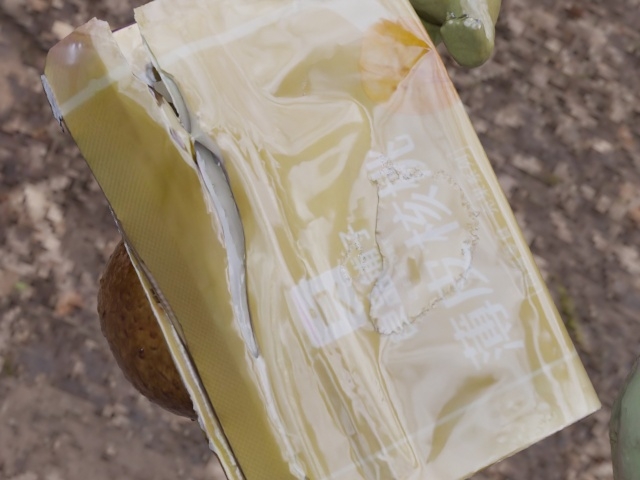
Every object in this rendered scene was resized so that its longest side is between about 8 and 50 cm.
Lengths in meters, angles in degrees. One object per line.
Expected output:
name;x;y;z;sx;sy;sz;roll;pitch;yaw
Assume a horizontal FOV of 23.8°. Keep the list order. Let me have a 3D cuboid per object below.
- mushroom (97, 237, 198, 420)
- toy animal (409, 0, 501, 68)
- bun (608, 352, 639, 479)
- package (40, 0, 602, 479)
mushroom;-0.090;0.064;1.784;0.331;0.334;0.356;7;-19;7
toy animal;0.062;-0.199;0.959;0.103;0.219;0.101;5;44;41
bun;0.286;0.077;0.912;0.293;0.293;0.187;-15;67;-55
package;-0.018;0.006;0.850;0.165;0.221;0.311;-15;80;-62
